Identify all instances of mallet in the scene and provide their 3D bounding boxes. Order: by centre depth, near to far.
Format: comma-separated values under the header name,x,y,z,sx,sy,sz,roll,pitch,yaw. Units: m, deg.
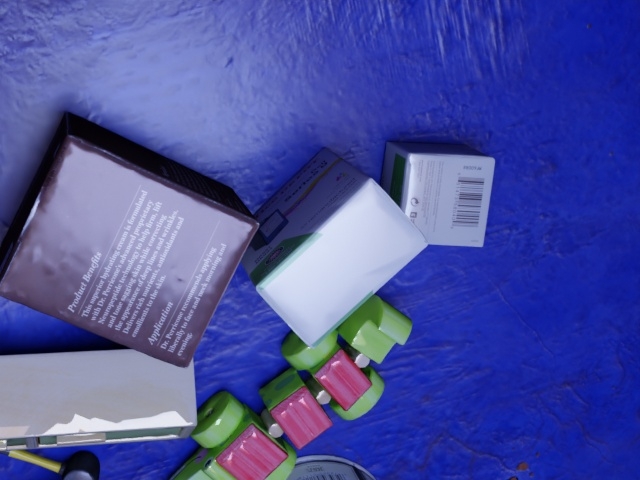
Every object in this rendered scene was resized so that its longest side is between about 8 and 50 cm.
name,x,y,z,sx,sy,sz,roll,pitch,yaw
mallet,-0.327,0.232,1.232,0.190,0.062,0.039,21,98,-17

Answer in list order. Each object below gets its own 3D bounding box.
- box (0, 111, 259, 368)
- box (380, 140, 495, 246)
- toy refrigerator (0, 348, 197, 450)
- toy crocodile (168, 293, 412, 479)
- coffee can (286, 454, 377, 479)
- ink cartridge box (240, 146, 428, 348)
name,x,y,z,sx,sy,sz,roll,pitch,yaw
box,-0.195,-0.004,1.147,0.203,0.167,0.168,26,98,-18
box,0.124,-0.052,1.253,0.102,0.087,0.101,3,103,-13
toy refrigerator,-0.269,0.171,1.193,0.270,0.102,0.094,-1,73,-13
toy crocodile,-0.035,0.191,1.268,0.340,0.105,0.115,-41,109,0
coffee can,0.020,0.380,1.239,0.202,0.275,0.201,-3,105,-12
ink cartridge box,0.000,0.000,1.172,0.154,0.212,0.093,-43,106,1
